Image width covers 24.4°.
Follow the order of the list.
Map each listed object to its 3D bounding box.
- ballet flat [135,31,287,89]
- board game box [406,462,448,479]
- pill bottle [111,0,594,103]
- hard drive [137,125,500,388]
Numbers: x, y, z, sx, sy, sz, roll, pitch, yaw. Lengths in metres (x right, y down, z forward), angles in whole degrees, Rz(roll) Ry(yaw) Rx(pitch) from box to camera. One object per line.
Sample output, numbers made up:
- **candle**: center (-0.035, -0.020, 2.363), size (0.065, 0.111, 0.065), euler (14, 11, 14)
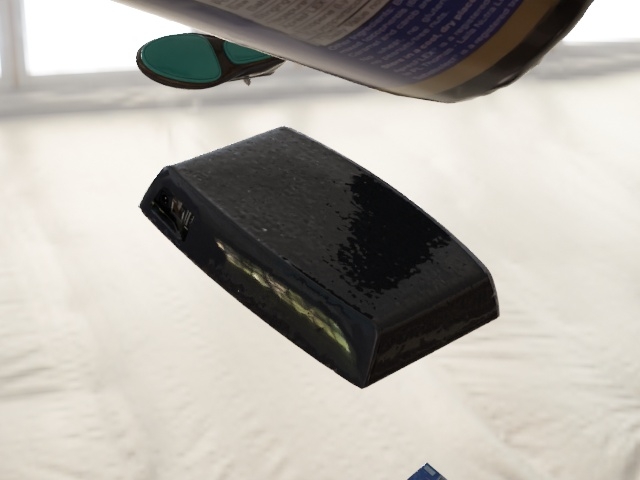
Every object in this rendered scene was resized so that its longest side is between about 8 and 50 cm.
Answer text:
- **ballet flat**: center (-0.123, -0.198, 1.661), size (0.203, 0.074, 0.074), euler (-15, -156, -32)
- **board game box**: center (0.162, 0.348, 1.636), size (0.035, 0.201, 0.136), euler (-38, -127, -20)
- **pill bottle**: center (-0.031, -0.117, 0.370), size (0.219, 0.123, 0.122), euler (14, -174, -39)
- **hard drive**: center (0.000, 0.000, 1.128), size (0.172, 0.054, 0.254), euler (-23, -133, -40)
